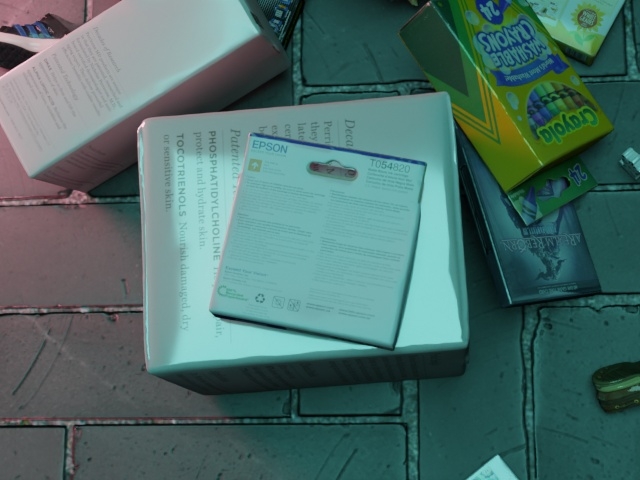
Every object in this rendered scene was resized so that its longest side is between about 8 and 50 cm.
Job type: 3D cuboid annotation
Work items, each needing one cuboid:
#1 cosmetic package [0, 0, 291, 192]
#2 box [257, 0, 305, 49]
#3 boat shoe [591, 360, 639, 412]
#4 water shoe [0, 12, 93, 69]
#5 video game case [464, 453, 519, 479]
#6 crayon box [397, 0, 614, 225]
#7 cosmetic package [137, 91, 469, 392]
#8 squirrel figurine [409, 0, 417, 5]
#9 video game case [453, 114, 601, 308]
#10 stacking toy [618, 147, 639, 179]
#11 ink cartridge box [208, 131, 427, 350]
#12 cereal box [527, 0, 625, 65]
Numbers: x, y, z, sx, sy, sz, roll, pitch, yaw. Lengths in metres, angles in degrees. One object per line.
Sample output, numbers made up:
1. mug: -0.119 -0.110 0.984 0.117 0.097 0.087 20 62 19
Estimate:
1. cosmetic package: -0.252 -0.234 1.683 0.385 0.217 0.156 -32 82 5
2. box: -0.124 -0.364 1.811 0.184 0.045 0.191 21 81 9
3. boat shoe: 0.466 0.195 1.622 0.178 0.064 0.060 -13 107 5
4. water shoe: -0.436 -0.311 1.831 0.203 0.073 0.080 7 57 4
5. video game case: 0.229 0.399 1.619 0.157 0.019 0.143 -38 76 -3
6. crayon box: 0.276 -0.201 1.639 0.203 0.083 0.323 -26 81 -44
7. cosmetic package: -0.010 0.021 1.569 0.393 0.329 0.327 -5 77 4
8. squirrel figurine: 0.170 -0.551 1.694 0.281 0.370 0.397 43 114 12
9. video game case: 0.285 -0.046 1.645 0.196 0.026 0.274 -4 72 -39
10. stacking toy: 0.559 -0.101 1.676 0.167 0.052 0.221 -41 77 -4
11. ink cartridge box: 0.000 0.000 1.379 0.223 0.045 0.224 11 79 8
12. cereal box: 0.385 -0.404 1.762 0.173 0.047 0.240 29 82 12
